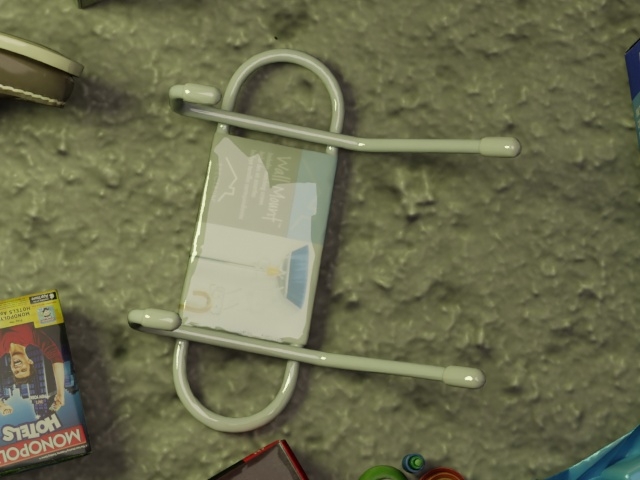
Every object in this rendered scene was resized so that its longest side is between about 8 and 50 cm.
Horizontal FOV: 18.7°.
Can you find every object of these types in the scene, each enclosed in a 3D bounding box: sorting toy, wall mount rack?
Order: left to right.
[{"bbox_3d":[0.000,0.000,1.679,0.304,0.130,0.350,10,82,-4],"label":"wall mount rack"},{"bbox_3d":[0.082,0.217,1.700,0.102,0.042,0.061,0,82,-6],"label":"sorting toy"}]

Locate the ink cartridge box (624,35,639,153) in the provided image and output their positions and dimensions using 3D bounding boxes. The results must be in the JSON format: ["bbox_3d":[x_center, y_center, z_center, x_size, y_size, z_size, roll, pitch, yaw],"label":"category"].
[{"bbox_3d":[0.430,-0.070,1.723,0.270,0.151,0.396,-5,84,-7],"label":"ink cartridge box"}]

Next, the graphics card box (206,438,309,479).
[{"bbox_3d":[-0.132,0.357,1.632,0.371,0.094,0.233,-29,86,-8],"label":"graphics card box"}]

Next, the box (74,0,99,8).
[{"bbox_3d":[-0.230,-0.377,1.704,0.121,0.148,0.311,-27,87,-10],"label":"box"}]

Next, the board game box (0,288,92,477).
[{"bbox_3d":[-0.300,0.157,1.660,0.194,0.060,0.194,-12,84,-8],"label":"board game box"}]

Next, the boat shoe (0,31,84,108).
[{"bbox_3d":[-0.369,-0.149,1.673,0.324,0.116,0.097,12,85,0],"label":"boat shoe"}]

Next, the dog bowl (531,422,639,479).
[{"bbox_3d":[0.267,0.256,1.698,0.297,0.074,0.166,-28,85,-9],"label":"dog bowl"}]
